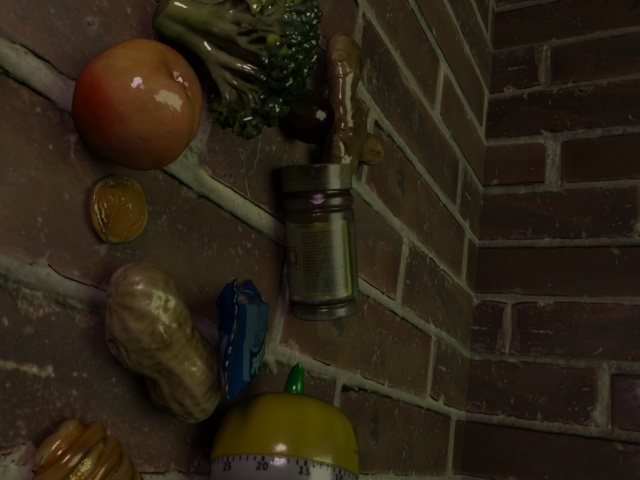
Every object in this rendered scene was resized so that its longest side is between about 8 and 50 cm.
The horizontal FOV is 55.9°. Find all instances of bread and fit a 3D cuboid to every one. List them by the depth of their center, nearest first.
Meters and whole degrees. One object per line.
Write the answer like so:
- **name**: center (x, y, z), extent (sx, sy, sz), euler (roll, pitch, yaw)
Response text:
- **bread**: center (-0.306, 0.322, 0.804), extent (0.119, 0.084, 0.177), euler (-53, 130, -48)
- **bread**: center (-0.296, -0.045, 0.887), extent (0.110, 0.024, 0.110), euler (1, 89, -60)

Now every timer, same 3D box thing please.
- **timer**: center (-0.058, 0.345, 1.078), extent (0.285, 0.285, 0.285), euler (3, 87, -61)

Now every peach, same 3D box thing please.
- **peach**: center (-0.246, -0.189, 0.831), extent (0.184, 0.184, 0.184), euler (3, 87, -61)

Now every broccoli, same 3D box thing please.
- **broccoli**: center (-0.104, -0.343, 0.976), extent (0.272, 0.324, 0.334), euler (30, 52, -46)

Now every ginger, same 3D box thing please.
- **ginger**: center (0.060, -0.283, 1.437), extent (0.348, 0.122, 0.363), euler (-65, 153, -51)

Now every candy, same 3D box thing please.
- **candy**: center (-0.130, 0.154, 1.032), extent (0.331, 0.077, 0.187), euler (47, 43, -87)

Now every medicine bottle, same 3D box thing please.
- **medicine bottle**: center (0.000, 0.000, 1.285), extent (0.151, 0.151, 0.322), euler (-12, 100, -60)

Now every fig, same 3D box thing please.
- **fig**: center (-0.044, -0.273, 1.281), extent (0.155, 0.103, 0.109), euler (23, 109, -26)

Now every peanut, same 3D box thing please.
- **peanut**: center (-0.230, 0.162, 0.898), extent (0.130, 0.130, 0.290), euler (-58, 136, -44)
